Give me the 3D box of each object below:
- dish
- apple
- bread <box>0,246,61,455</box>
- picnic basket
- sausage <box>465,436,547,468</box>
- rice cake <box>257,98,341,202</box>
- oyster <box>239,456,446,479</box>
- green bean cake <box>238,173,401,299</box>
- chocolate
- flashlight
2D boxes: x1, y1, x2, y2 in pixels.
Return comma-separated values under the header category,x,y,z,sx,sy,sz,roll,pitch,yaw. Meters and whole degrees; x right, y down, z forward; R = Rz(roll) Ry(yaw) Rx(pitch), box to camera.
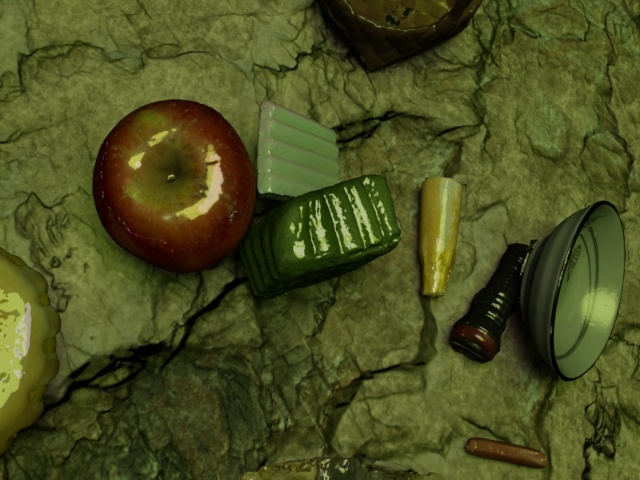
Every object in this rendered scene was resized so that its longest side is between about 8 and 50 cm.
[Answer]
category,x,y,z,sx,sy,sz,roll,pitch,yaw
dish,0.429,0.082,1.201,0.316,0.106,0.317,-13,108,-46
apple,-0.226,-0.082,1.076,0.251,0.206,0.272,-35,81,-10
bread,-0.512,0.164,0.939,0.332,0.160,0.333,4,73,-12
picnic basket,0.173,-0.521,1.265,0.337,0.337,0.293,-29,81,-21
sausage,0.313,0.359,1.156,0.147,0.030,0.035,16,66,-9
rice cake,-0.034,-0.139,1.174,0.198,0.037,0.190,21,60,-47
oyster,0.052,0.392,1.033,0.341,0.110,0.166,27,72,-18
green bean cake,0.000,0.000,1.078,0.222,0.248,0.125,-16,78,-21
chocolate,0.210,-0.003,1.233,0.085,0.085,0.219,13,73,-10
flashlight,0.315,0.103,1.218,0.093,0.093,0.232,35,64,-1
